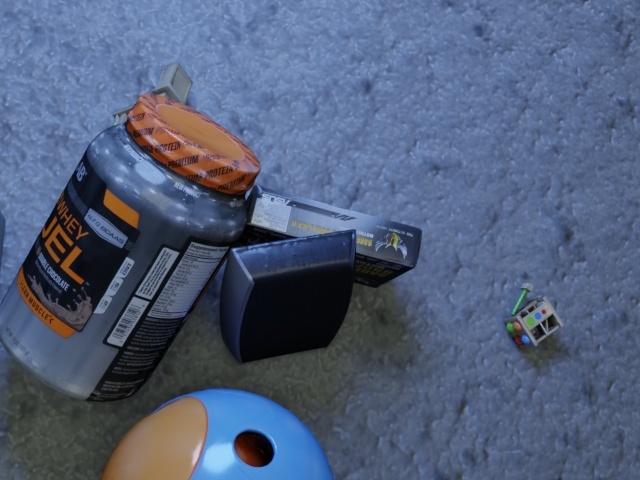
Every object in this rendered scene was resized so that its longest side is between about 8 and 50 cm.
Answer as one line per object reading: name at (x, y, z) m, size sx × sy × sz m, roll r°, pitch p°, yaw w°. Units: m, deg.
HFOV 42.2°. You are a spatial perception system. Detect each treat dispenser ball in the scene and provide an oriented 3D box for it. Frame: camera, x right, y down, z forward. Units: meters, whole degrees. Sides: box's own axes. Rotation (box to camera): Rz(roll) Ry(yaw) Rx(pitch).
treat dispenser ball at (-0.122, 0.322, 0.985) m, size 0.288 × 0.288 × 0.288 m, roll 2°, pitch 79°, yaw -12°

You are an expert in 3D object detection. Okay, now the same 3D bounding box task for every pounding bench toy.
pounding bench toy at (0.308, 0.112, 1.246) m, size 0.065 × 0.052 × 0.083 m, roll -31°, pitch 87°, yaw -16°

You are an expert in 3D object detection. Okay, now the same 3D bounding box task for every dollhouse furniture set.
dollhouse furniture set at (-0.221, -0.124, 1.181) m, size 0.161 × 0.101 × 0.182 m, roll 55°, pitch 32°, yaw -39°

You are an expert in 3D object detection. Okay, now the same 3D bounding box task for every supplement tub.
supplement tub at (-0.226, 0.008, 1.000) m, size 0.207 × 0.207 × 0.338 m, roll 33°, pitch 105°, yaw -5°

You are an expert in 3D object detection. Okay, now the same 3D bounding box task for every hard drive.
hard drive at (-0.042, 0.081, 1.070) m, size 0.171 × 0.255 × 0.054 m, roll -9°, pitch 60°, yaw -14°

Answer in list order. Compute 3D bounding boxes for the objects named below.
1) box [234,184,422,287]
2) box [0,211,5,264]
box at (0.000, 0.000, 1.132) m, size 0.230 × 0.183 × 0.056 m, roll 15°, pitch 75°, yaw -10°
box at (-0.487, 0.104, 1.033) m, size 0.147 × 0.121 × 0.311 m, roll 6°, pitch 78°, yaw -11°
